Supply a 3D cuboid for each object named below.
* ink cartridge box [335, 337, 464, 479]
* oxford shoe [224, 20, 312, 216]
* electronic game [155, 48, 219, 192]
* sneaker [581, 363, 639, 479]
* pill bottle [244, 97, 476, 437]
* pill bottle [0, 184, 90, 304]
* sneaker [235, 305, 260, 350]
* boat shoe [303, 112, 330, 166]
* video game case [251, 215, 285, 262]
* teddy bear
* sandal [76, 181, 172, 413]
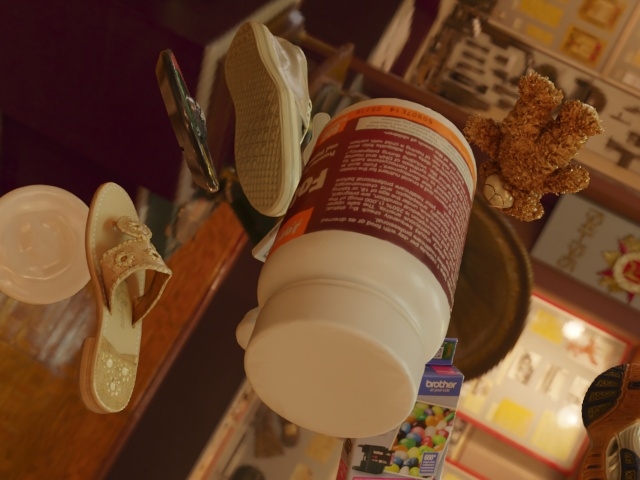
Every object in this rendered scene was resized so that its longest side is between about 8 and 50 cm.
[{"bbox_3d":[0.145,0.323,1.686,0.065,0.185,0.311,-137,-125,-68],"label":"ink cartridge box"},{"bbox_3d":[-0.072,-0.217,1.627,0.169,0.130,0.449,-49,-145,33],"label":"oxford shoe"},{"bbox_3d":[-0.200,-0.183,1.446,0.048,0.229,0.229,-19,165,-2],"label":"electronic game"},{"bbox_3d":[0.473,0.330,1.478,0.131,0.111,0.296,62,38,-32],"label":"sneaker"},{"bbox_3d":[0.054,0.024,1.126,0.392,0.224,0.224,-70,179,-46],"label":"pill bottle"},{"bbox_3d":[-0.451,0.004,1.498,0.176,0.176,0.318,-61,-163,-9],"label":"pill bottle"},{"bbox_3d":[-0.020,0.162,1.435,0.080,0.212,0.094,-59,179,29],"label":"sneaker"},{"bbox_3d":[-0.004,-0.175,1.733,0.038,0.046,0.125,75,18,-62],"label":"boat shoe"},{"bbox_3d":[0.000,0.000,1.775,0.183,0.023,0.201,-45,133,18],"label":"video game case"},{"bbox_3d":[0.384,-0.160,1.740,0.338,0.245,0.113,-40,-167,53],"label":"teddy bear"},{"bbox_3d":[-0.181,0.050,0.933,0.088,0.079,0.240,34,51,-53],"label":"sandal"}]
